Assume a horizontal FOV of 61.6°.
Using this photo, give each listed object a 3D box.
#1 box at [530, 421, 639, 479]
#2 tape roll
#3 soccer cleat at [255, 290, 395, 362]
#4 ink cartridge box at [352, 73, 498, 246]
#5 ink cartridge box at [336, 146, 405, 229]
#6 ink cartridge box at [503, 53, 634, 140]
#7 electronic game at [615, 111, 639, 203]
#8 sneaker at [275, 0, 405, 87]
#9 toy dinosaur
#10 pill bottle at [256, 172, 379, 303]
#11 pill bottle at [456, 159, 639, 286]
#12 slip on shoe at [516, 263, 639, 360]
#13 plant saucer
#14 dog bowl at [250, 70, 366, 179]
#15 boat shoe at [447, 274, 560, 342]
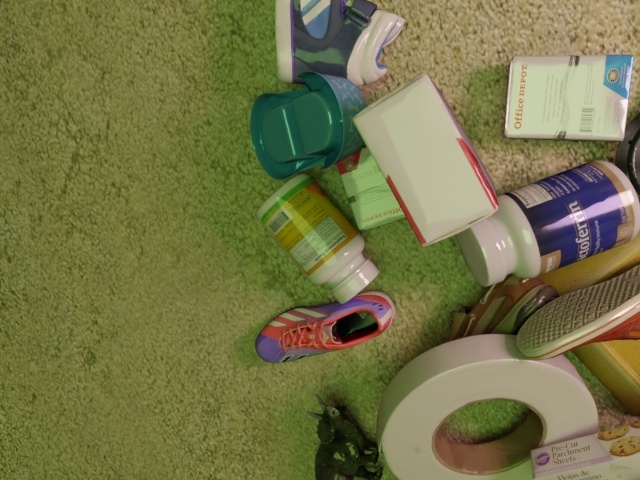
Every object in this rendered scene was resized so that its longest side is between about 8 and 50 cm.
[{"bbox_3d":[0.512,0.350,0.882,0.324,0.067,0.063,-30,108,30],"label":"box"},{"bbox_3d":[0.300,0.341,0.994,0.392,0.072,0.392,0,121,0],"label":"tape roll"},{"bbox_3d":[-0.004,0.187,1.100,0.318,0.116,0.108,-19,94,16],"label":"soccer cleat"},{"bbox_3d":[0.188,-0.138,0.898,0.131,0.306,0.226,-29,91,19],"label":"ink cartridge box"},{"bbox_3d":[0.107,-0.108,1.051,0.109,0.063,0.150,-18,95,16],"label":"ink cartridge box"},{"bbox_3d":[0.424,-0.246,0.937,0.191,0.082,0.139,5,100,15],"label":"ink cartridge box"},{"bbox_3d":[0.601,-0.131,0.861,0.229,0.048,0.229,3,95,37],"label":"electronic game"},{"bbox_3d":[0.037,-0.441,0.997,0.236,0.130,0.322,1,89,-2],"label":"sneaker"},{"bbox_3d":[0.049,0.476,1.154,0.160,0.121,0.313,13,107,24],"label":"toy dinosaur"},{"bbox_3d":[0.000,0.000,1.058,0.136,0.136,0.245,-41,88,17],"label":"pill bottle"},{"bbox_3d":[0.379,-0.024,0.917,0.265,0.153,0.153,-21,94,0],"label":"pill bottle"},{"bbox_3d":[0.478,0.122,0.864,0.331,0.123,0.101,-23,104,-2],"label":"slip on shoe"},{"bbox_3d":[0.598,0.120,0.957,0.333,0.081,0.333,-44,87,17],"label":"plant saucer"},{"bbox_3d":[-0.025,-0.208,0.985,0.297,0.074,0.166,-4,102,55],"label":"dog bowl"},{"bbox_3d":[0.311,0.178,1.031,0.324,0.123,0.120,-56,50,25],"label":"boat shoe"}]
